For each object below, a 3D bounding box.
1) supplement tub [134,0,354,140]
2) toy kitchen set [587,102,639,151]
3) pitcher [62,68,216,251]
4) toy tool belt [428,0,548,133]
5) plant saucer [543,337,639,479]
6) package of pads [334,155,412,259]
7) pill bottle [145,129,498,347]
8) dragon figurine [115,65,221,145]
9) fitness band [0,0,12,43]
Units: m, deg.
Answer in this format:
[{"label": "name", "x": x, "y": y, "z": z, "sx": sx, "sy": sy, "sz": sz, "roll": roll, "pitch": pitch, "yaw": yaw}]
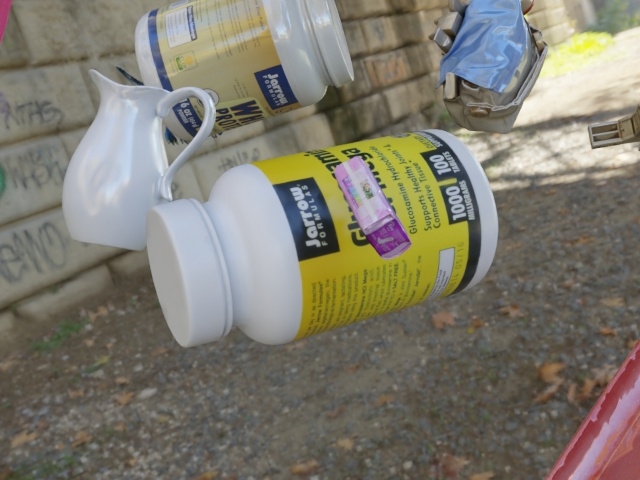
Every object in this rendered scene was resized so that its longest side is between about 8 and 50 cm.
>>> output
[{"label": "supplement tub", "x": -0.121, "y": -0.312, "z": 1.320, "sx": 0.316, "sy": 0.228, "sz": 0.228, "roll": -16, "pitch": 10, "yaw": 10}, {"label": "toy kitchen set", "x": 0.417, "y": -0.141, "z": 1.093, "sx": 0.075, "sy": 0.068, "sz": 0.083, "roll": -9, "pitch": -10, "yaw": 10}, {"label": "pitcher", "x": -0.219, "y": -0.091, "z": 0.960, "sx": 0.177, "sy": 0.207, "sz": 0.125, "roll": 9, "pitch": -3, "yaw": 24}, {"label": "toy tool belt", "x": 0.077, "y": -0.095, "z": 0.368, "sx": 0.052, "sy": 0.083, "sz": 0.051, "roll": 8, "pitch": -13, "yaw": 34}, {"label": "plant saucer", "x": 0.349, "y": 0.182, "z": 0.683, "sx": 0.258, "sy": 0.048, "sz": 0.259, "roll": -48, "pitch": 23, "yaw": -19}, {"label": "package of pads", "x": 0.043, "y": -0.027, "z": 0.667, "sx": 0.032, "sy": 0.050, "sz": 0.083, "roll": -32, "pitch": 45, "yaw": 8}, {"label": "pill bottle", "x": 0.000, "y": 0.000, "z": 0.829, "sx": 0.334, "sy": 0.188, "sz": 0.188, "roll": -14, "pitch": 7, "yaw": -23}, {"label": "dragon figurine", "x": -0.292, "y": -0.296, "z": 1.642, "sx": 0.144, "sy": 0.289, "sz": 0.085, "roll": -48, "pitch": -18, "yaw": 26}, {"label": "fitness band", "x": -0.341, "y": -0.179, "z": 0.668, "sx": 0.291, "sy": 0.054, "sz": 0.209, "roll": -57, "pitch": -2, "yaw": 33}]
